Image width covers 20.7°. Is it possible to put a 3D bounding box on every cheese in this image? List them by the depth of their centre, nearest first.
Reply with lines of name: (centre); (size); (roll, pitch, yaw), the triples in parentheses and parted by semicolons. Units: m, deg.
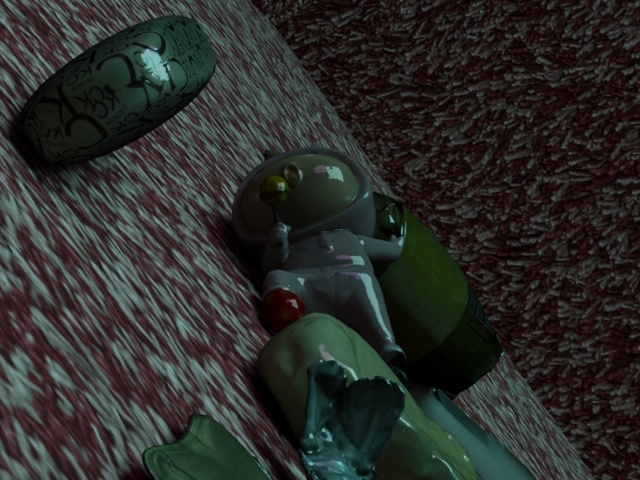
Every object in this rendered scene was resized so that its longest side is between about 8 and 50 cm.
cheese: (0.047, 0.172, 1.527); (0.263, 0.093, 0.159); (48, 5, -19)

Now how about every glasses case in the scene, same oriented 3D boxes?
glasses case: (-0.164, -0.129, 1.474); (0.085, 0.137, 0.355); (60, 6, -7)

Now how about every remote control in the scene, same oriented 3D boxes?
remote control: (0.197, 0.256, 2.196); (0.313, 0.055, 0.109); (48, 8, -26)

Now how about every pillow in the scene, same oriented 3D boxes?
pillow: (-0.056, 0.168, 1.110); (0.130, 0.033, 0.217); (53, 7, 0)

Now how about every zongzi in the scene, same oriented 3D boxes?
zongzi: (0.066, 0.026, 2.122); (0.289, 0.154, 0.317); (48, 4, -30)

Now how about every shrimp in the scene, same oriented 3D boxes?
shrimp: (0.068, 0.222, 1.206); (0.221, 0.166, 0.410); (20, 7, -25)

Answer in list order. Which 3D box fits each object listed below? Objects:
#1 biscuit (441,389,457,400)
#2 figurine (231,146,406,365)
biscuit: (0.110, 0.097, 2.499); (0.187, 0.036, 0.273); (44, 11, -49)
figurine: (0.000, 0.000, 1.801); (0.287, 0.176, 0.186); (-98, 178, -47)
